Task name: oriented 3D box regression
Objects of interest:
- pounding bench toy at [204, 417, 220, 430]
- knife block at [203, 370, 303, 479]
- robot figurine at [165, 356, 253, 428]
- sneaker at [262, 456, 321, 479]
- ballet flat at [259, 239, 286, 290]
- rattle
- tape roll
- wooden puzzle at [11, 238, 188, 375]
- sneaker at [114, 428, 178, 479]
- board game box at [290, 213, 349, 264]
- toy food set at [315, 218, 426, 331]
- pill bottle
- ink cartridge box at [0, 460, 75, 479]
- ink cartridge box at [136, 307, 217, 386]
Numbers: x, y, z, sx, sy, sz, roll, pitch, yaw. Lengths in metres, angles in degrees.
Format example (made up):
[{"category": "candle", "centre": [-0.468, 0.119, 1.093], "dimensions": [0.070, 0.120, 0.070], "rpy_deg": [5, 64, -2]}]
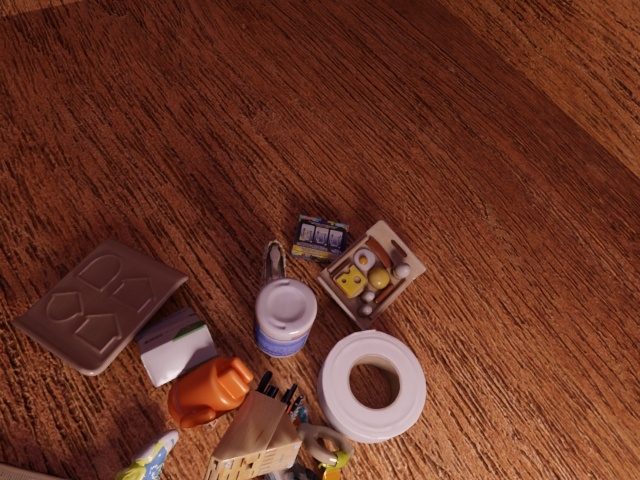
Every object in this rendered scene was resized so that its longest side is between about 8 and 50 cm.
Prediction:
[{"category": "pounding bench toy", "centre": [-0.277, 0.428, 1.149], "dimensions": [0.052, 0.065, 0.083], "rpy_deg": [23, 57, 20]}, {"category": "knife block", "centre": [-0.160, 0.417, 1.055], "dimensions": [0.276, 0.088, 0.242], "rpy_deg": [2, 28, -34]}, {"category": "robot figurine", "centre": [-0.266, 0.357, 1.054], "dimensions": [0.220, 0.128, 0.158], "rpy_deg": [-32, 53, 17]}, {"category": "sneaker", "centre": [-0.107, 0.558, 1.080], "dimensions": [0.110, 0.122, 0.283], "rpy_deg": [16, 23, -49]}, {"category": "ballet flat", "centre": [-0.142, 0.102, 1.361], "dimensions": [0.091, 0.077, 0.240], "rpy_deg": [-2, 61, -13]}, {"category": "rattle", "centre": [-0.024, 0.535, 1.154], "dimensions": [0.200, 0.142, 0.130], "rpy_deg": [23, 25, 21]}, {"category": "tape roll", "centre": [0.136, 0.393, 1.225], "dimensions": [0.287, 0.100, 0.286], "rpy_deg": [4, 59, -7]}, {"category": "wooden puzzle", "centre": [-0.576, 0.169, 1.211], "dimensions": [0.322, 0.080, 0.347], "rpy_deg": [22, 52, 24]}, {"category": "sneaker", "centre": [-0.409, 0.564, 1.050], "dimensions": [0.240, 0.091, 0.126], "rpy_deg": [-40, 91, -28]}, {"category": "board game box", "centre": [0.000, 0.000, 1.463], "dimensions": [0.171, 0.048, 0.141], "rpy_deg": [13, 60, -3]}, {"category": "toy food set", "centre": [0.158, 0.103, 1.376], "dimensions": [0.306, 0.092, 0.219], "rpy_deg": [-40, 87, -28]}, {"category": "pill bottle", "centre": [-0.101, 0.218, 1.184], "dimensions": [0.153, 0.272, 0.152], "rpy_deg": [5, 59, -8]}, {"category": "ink cartridge box", "centre": [-0.664, 0.617, 0.959], "dimensions": [0.194, 0.088, 0.234], "rpy_deg": [16, 58, -2]}, {"category": "ink cartridge box", "centre": [-0.371, 0.260, 1.144], "dimensions": [0.160, 0.219, 0.092], "rpy_deg": [-24, 103, -21]}]
